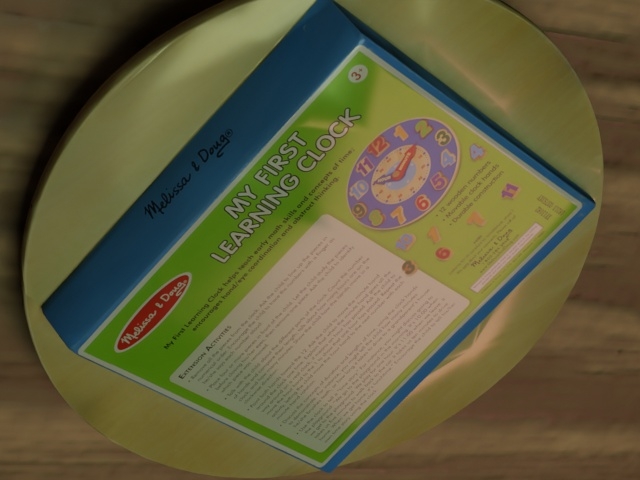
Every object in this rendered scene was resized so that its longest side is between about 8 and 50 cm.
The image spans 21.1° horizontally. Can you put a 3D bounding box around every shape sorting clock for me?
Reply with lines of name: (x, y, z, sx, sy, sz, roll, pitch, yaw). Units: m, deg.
shape sorting clock: (0.000, 0.000, 0.589, 0.206, 0.040, 0.206, -13, 131, -15)
